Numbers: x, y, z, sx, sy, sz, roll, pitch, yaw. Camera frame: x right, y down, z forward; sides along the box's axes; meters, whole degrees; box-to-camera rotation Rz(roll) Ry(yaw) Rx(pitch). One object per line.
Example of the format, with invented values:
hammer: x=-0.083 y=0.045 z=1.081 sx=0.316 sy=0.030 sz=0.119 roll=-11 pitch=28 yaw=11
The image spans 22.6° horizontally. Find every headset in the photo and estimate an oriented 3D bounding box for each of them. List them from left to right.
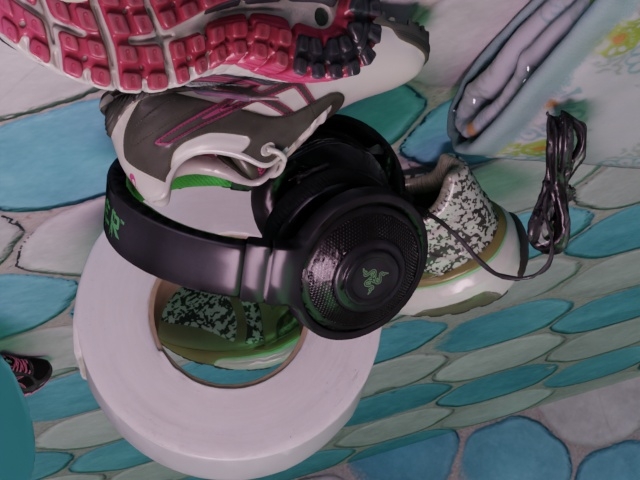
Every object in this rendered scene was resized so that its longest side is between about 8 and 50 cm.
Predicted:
headset: x=0.020 y=-0.041 z=1.340 sx=0.394 sy=0.243 sz=0.185 roll=6 pitch=114 yaw=-9

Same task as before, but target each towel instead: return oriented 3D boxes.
towel: x=0.328 y=-0.160 z=1.380 sx=0.320 sy=0.090 sz=0.374 roll=6 pitch=155 yaw=-23

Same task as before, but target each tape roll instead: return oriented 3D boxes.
tape roll: x=-0.087 y=0.078 z=1.506 sx=0.286 sy=0.286 sz=0.100 roll=-14 pitch=163 yaw=-8

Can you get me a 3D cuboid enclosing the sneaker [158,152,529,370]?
sneaker: x=0.000 y=0.000 z=1.672 sx=0.410 sy=0.158 sz=0.182 roll=-17 pitch=131 yaw=8

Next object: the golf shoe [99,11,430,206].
golf shoe: x=-0.035 y=-0.103 z=1.277 sx=0.273 sy=0.120 sz=0.105 roll=-14 pitch=161 yaw=-12

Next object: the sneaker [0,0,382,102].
sneaker: x=-0.103 y=-0.147 z=1.094 sx=0.299 sy=0.121 sz=0.112 roll=4 pitch=174 yaw=-37

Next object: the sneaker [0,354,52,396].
sneaker: x=-0.367 y=0.154 z=1.887 sx=0.119 sy=0.047 sz=0.057 roll=-5 pitch=148 yaw=-35

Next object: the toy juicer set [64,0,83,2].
toy juicer set: x=-0.129 y=-0.215 z=0.703 sx=0.089 sy=0.209 sz=0.329 roll=-12 pitch=163 yaw=15

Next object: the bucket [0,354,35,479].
bucket: x=-0.436 y=0.203 z=1.614 sx=0.183 sy=0.281 sz=0.281 roll=-31 pitch=158 yaw=24
